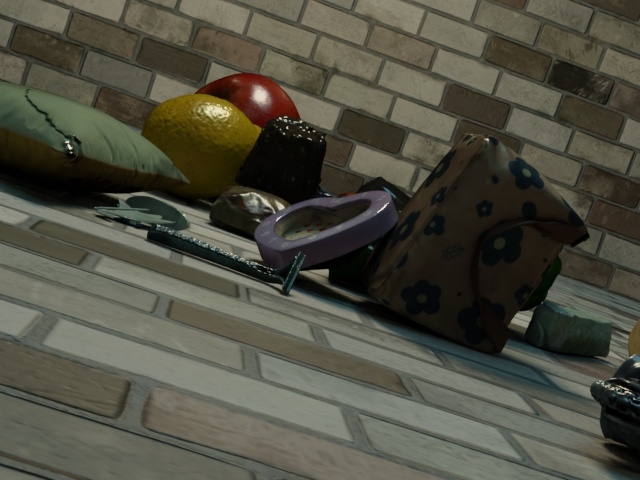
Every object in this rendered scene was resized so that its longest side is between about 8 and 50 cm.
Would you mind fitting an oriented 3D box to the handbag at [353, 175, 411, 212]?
[{"bbox_3d":[0.169,0.001,1.864,0.275,0.088,0.244,37,15,2],"label":"handbag"}]

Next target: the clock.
[{"bbox_3d":[0.000,0.000,1.386,0.198,0.064,0.172,-7,24,35],"label":"clock"}]

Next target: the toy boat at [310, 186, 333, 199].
[{"bbox_3d":[-0.051,-0.069,1.992,0.097,0.100,0.223,9,1,39],"label":"toy boat"}]

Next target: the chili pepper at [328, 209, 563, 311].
[{"bbox_3d":[0.179,0.027,1.571,0.385,0.167,0.213,5,-6,-17],"label":"chili pepper"}]

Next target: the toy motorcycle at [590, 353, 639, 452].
[{"bbox_3d":[0.380,0.182,1.002,0.307,0.108,0.173,21,0,-9],"label":"toy motorcycle"}]

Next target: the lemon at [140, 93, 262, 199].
[{"bbox_3d":[-0.212,-0.164,1.856,0.244,0.187,0.187,-4,12,-14],"label":"lemon"}]

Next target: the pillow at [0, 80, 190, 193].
[{"bbox_3d":[-0.374,-0.143,1.460,0.312,0.119,0.310,20,1,22],"label":"pillow"}]

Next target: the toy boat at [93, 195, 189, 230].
[{"bbox_3d":[-0.223,-0.036,1.379,0.105,0.034,0.149,18,5,7],"label":"toy boat"}]

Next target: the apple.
[{"bbox_3d":[-0.159,-0.198,2.077,0.260,0.260,0.216,25,-16,47],"label":"apple"}]

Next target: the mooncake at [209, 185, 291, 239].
[{"bbox_3d":[-0.106,-0.043,1.682,0.130,0.073,0.125,18,7,0],"label":"mooncake"}]

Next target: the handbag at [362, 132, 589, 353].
[{"bbox_3d":[0.196,0.009,1.364,0.193,0.251,0.190,36,4,-6],"label":"handbag"}]

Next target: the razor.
[{"bbox_3d":[-0.117,0.020,1.265,0.190,0.033,0.066,17,47,7],"label":"razor"}]

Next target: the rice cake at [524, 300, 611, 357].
[{"bbox_3d":[0.385,0.137,1.634,0.063,0.069,0.206,24,8,38],"label":"rice cake"}]

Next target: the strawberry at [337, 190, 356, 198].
[{"bbox_3d":[0.068,-0.022,2.007,0.140,0.085,0.192,34,24,-13],"label":"strawberry"}]

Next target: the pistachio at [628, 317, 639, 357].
[{"bbox_3d":[0.509,0.142,1.264,0.238,0.229,0.321,-20,9,-13],"label":"pistachio"}]

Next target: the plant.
[{"bbox_3d":[-0.066,-0.103,1.795,0.142,0.203,0.131,29,16,8],"label":"plant"}]
